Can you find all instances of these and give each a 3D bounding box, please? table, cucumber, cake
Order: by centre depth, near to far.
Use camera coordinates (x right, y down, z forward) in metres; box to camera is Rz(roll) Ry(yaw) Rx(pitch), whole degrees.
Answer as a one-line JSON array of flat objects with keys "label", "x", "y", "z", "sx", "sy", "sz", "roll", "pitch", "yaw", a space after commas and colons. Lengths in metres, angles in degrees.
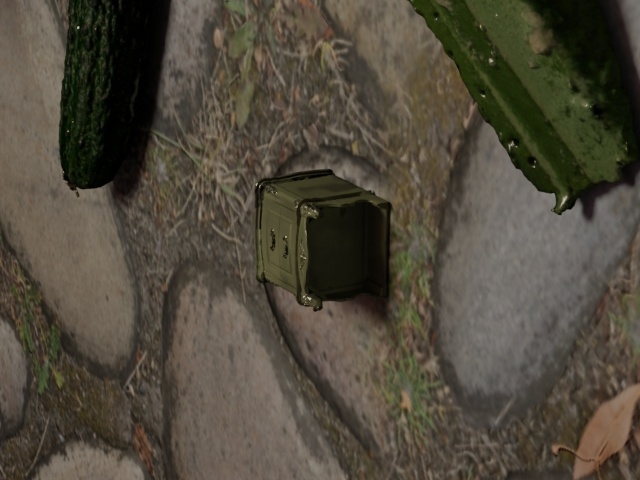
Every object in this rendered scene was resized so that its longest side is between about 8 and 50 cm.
[{"label": "cake", "x": 0.123, "y": -0.143, "z": 1.152, "sx": 0.235, "sy": 0.099, "sz": 0.100, "roll": 57, "pitch": 148, "yaw": -1}, {"label": "table", "x": 0.000, "y": 0.000, "z": 1.382, "sx": 0.083, "sy": 0.062, "sz": 0.079, "roll": 28, "pitch": 123, "yaw": 55}, {"label": "cucumber", "x": -0.179, "y": -0.145, "z": 1.656, "sx": 0.077, "sy": 0.077, "sz": 0.265, "roll": 49, "pitch": 141, "yaw": 43}]
